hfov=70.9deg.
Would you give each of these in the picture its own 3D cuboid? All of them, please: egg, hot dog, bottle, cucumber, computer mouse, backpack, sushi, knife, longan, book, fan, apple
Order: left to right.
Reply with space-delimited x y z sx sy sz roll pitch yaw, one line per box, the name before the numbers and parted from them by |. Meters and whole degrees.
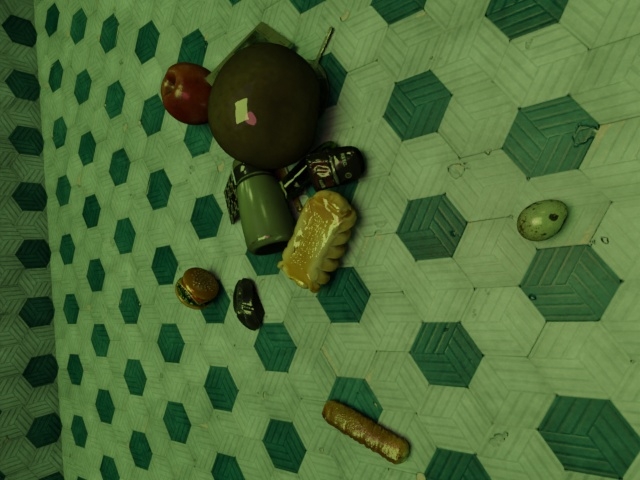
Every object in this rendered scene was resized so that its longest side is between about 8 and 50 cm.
apple | -0.474 -0.538 1.659 0.218 0.201 0.218 -5 83 42
sushi | -0.304 -0.149 1.607 0.201 0.031 0.139 140 117 -64
computer mouse | -0.265 0.229 1.594 0.106 0.062 0.192 -25 77 35
book | -0.241 -0.595 1.516 0.282 0.025 0.215 -46 57 4
bottle | -0.194 -0.132 1.475 0.168 0.168 0.346 -28 70 35
longan | -0.157 -0.394 1.334 0.361 0.361 0.360 1 91 38
knife | -0.120 -0.203 1.501 0.046 0.022 0.256 -35 70 37
cucumber | -0.038 -0.223 1.403 0.241 0.074 0.074 -41 67 23
fan | -0.027 -0.493 1.430 0.294 0.012 0.223 -32 72 34
backpack | 0.042 -0.211 1.302 0.165 0.106 0.120 -15 112 21
hot dog | 0.121 0.550 1.301 0.289 0.068 0.083 16 93 37
egg | 0.491 -0.046 0.994 0.110 0.085 0.085 -34 70 19

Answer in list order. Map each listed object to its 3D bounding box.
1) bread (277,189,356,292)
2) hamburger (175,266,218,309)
bread | 0.000 0.000 1.348 0.173 0.121 0.311 37 113 25
hamburger | -0.462 0.180 1.689 0.115 0.162 0.162 -45 65 29
